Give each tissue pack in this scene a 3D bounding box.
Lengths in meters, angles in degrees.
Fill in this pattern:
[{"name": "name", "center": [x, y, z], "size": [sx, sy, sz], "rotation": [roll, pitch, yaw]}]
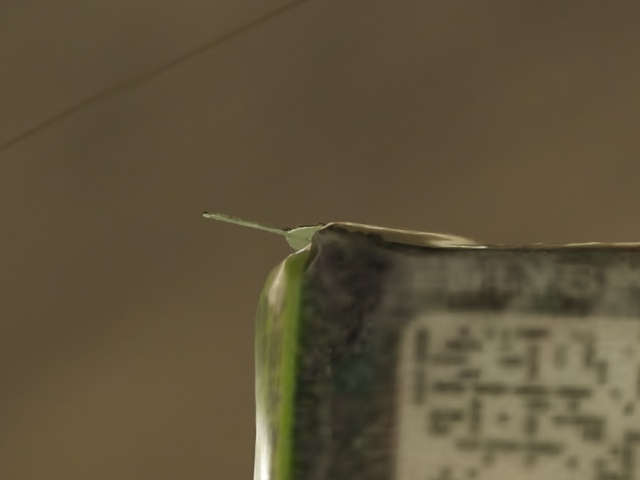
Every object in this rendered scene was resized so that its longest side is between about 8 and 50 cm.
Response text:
[{"name": "tissue pack", "center": [0.119, 0.201, 0.409], "size": [0.288, 0.394, 0.124], "rotation": [3, 169, -4]}]

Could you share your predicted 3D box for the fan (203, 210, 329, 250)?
[{"name": "fan", "center": [0.000, 0.000, 1.242], "size": [0.113, 0.175, 0.005], "rotation": [132, -30, -73]}]
